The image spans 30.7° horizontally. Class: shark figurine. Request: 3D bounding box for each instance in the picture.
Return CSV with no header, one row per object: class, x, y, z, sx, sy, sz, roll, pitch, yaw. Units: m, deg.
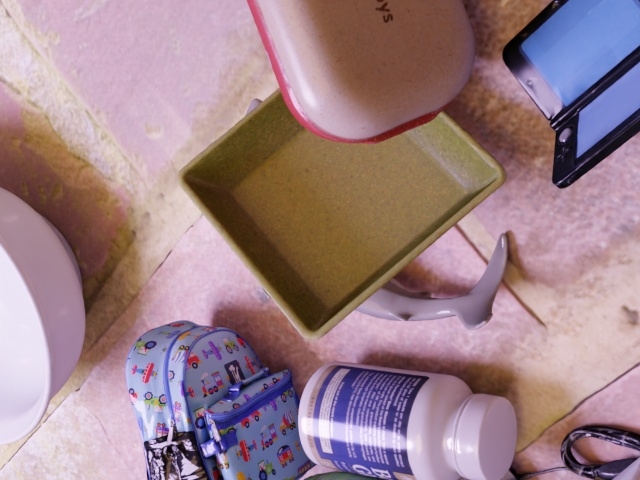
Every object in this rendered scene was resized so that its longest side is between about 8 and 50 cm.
shark figurine,0.014,0.026,0.950,0.278,0.116,0.166,35,129,21

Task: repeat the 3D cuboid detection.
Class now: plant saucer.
plant saucer,0.016,-0.040,0.886,0.188,0.188,0.045,49,178,28

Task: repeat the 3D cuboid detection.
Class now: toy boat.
toy boat,0.003,-0.182,0.851,0.151,0.151,0.231,-8,104,65

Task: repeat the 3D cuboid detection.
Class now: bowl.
bowl,-0.344,0.053,1.211,0.298,0.134,0.297,15,119,30

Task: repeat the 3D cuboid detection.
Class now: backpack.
backpack,-0.096,0.154,1.070,0.117,0.158,0.173,-17,89,32

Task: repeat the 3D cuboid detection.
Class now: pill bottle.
pill bottle,0.074,0.155,0.976,0.169,0.094,0.094,3,112,36

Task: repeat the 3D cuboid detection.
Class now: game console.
game console,0.181,-0.115,0.787,0.071,0.107,0.122,32,133,-16

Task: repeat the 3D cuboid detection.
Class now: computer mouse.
computer mouse,0.171,0.202,0.962,0.242,0.041,0.071,-26,94,41

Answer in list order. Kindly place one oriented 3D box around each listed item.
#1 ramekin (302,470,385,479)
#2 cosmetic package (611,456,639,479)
ramekin,0.038,0.352,1.033,0.303,0.148,0.303,23,133,27
cosmetic package,0.294,0.364,0.773,0.377,0.284,0.097,43,132,9
